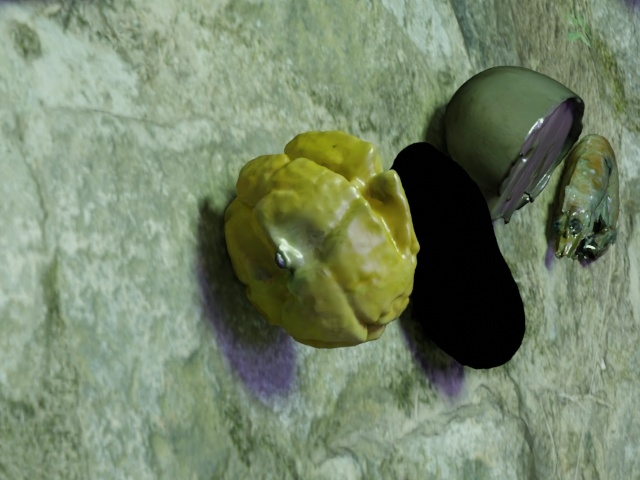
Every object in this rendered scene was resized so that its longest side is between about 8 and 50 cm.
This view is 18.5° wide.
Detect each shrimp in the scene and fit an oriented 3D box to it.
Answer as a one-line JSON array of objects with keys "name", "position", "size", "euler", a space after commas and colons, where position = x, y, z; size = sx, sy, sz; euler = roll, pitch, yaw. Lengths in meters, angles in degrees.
[{"name": "shrimp", "position": [0.285, -0.027, 2.079], "size": [0.223, 0.048, 0.126], "euler": [-59, 137, -52]}]

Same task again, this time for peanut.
[{"name": "peanut", "position": [0.114, 0.016, 1.734], "size": [0.099, 0.090, 0.214], "euler": [-24, 98, -29]}]

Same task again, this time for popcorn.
[{"name": "popcorn", "position": [0.000, 0.000, 1.502], "size": [0.152, 0.148, 0.167], "euler": [-40, 124, -80]}]

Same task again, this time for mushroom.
[{"name": "mushroom", "position": [0.176, -0.103, 1.864], "size": [0.117, 0.141, 0.188], "euler": [47, 14, 17]}]
